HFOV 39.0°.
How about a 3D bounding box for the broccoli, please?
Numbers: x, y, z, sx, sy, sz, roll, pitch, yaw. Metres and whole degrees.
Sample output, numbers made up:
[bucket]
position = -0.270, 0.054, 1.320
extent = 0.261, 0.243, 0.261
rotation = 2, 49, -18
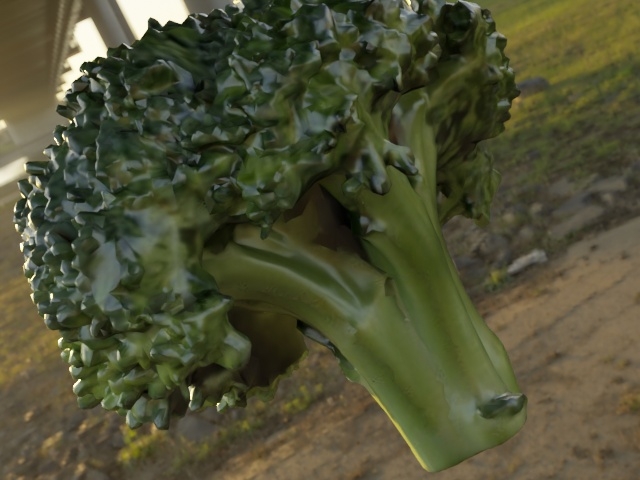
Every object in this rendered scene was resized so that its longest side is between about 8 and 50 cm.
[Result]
[broccoli]
position = -0.012, -0.011, 0.479
extent = 0.288, 0.260, 0.235
rotation = -33, 28, -17
